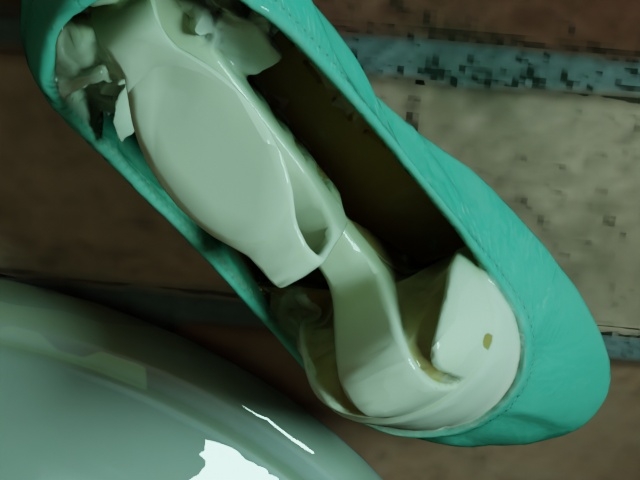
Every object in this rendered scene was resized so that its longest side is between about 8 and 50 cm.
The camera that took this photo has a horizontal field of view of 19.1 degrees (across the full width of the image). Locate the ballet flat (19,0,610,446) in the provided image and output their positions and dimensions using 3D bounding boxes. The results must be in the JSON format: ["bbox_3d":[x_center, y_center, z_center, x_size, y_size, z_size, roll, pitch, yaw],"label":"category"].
[{"bbox_3d":[0.000,0.000,0.531,0.083,0.087,0.247,-28,121,23],"label":"ballet flat"}]

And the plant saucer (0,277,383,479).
[{"bbox_3d":[-0.145,0.191,0.684,0.400,0.100,0.400,2,128,3],"label":"plant saucer"}]
